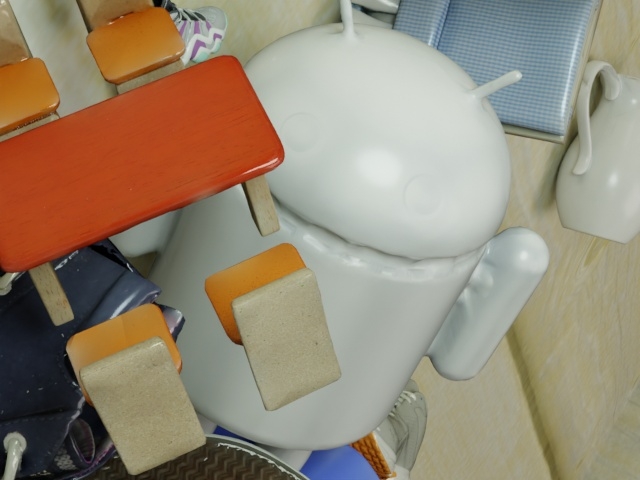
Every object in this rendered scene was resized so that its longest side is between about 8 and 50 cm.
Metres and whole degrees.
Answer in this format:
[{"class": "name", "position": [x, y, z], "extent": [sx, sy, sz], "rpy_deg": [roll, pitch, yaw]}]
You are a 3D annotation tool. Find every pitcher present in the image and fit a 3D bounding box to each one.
[{"class": "pitcher", "position": [0.347, -0.109, 1.812], "extent": [0.177, 0.125, 0.207], "rpy_deg": [12, 94, -45]}]

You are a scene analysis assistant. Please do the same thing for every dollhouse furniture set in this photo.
[{"class": "dollhouse furniture set", "position": [-0.148, -0.019, 0.741], "extent": [0.259, 0.262, 0.135], "rpy_deg": [-24, 144, -8]}, {"class": "dollhouse furniture set", "position": [0.147, -0.207, 1.068], "extent": [0.198, 0.286, 0.303], "rpy_deg": [28, 78, -66]}]

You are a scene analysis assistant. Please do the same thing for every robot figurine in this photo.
[{"class": "robot figurine", "position": [0.000, 0.000, 1.011], "extent": [0.200, 0.299, 0.353], "rpy_deg": [-89, -158, -54]}]

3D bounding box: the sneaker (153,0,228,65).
[{"class": "sneaker", "position": [-0.094, -0.144, 0.952], "extent": [0.098, 0.038, 0.069], "rpy_deg": [-43, 151, -38]}]

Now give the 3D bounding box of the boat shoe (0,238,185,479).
[{"class": "boat shoe", "position": [-0.219, 0.122, 0.828], "extent": [0.341, 0.158, 0.127], "rpy_deg": [-58, 156, -12]}]

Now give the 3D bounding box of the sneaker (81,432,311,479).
[{"class": "sneaker", "position": [-0.115, 0.192, 1.000], "extent": [0.123, 0.290, 0.106], "rpy_deg": [112, -4, -51]}]

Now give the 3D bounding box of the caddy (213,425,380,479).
[{"class": "caddy", "position": [-0.079, 0.282, 1.187], "extent": [0.179, 0.241, 0.341], "rpy_deg": [-47, 152, -41]}]

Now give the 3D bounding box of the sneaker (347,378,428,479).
[{"class": "sneaker", "position": [0.059, 0.188, 1.567], "extent": [0.262, 0.099, 0.121], "rpy_deg": [67, 46, -70]}]
